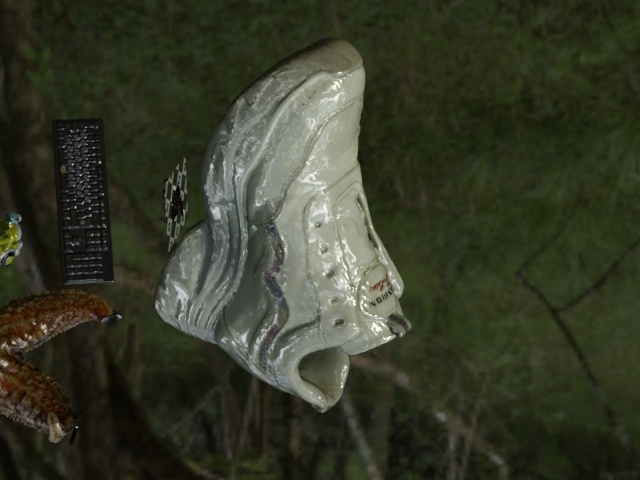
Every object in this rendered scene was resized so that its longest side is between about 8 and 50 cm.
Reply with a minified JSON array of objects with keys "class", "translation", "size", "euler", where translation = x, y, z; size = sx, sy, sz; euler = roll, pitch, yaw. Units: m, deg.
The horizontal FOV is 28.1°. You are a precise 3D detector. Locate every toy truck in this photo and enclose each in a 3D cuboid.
[{"class":"toy truck","translation":[-0.497,-0.007,1.942],"size":[0.077,0.076,0.111],"euler":[-59,164,21]}]

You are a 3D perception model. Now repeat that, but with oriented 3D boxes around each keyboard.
[{"class":"keyboard","translation":[-0.281,-0.047,1.513],"size":[0.063,0.198,0.010],"euler":[-3,174,-19]}]

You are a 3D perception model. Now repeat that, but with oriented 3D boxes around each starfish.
[{"class":"starfish","translation":[-0.402,0.156,1.494],"size":[0.303,0.312,0.113],"euler":[28,163,13]}]

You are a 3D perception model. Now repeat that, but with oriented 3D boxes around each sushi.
[{"class":"sushi","translation":[-0.239,-0.061,2.014],"size":[0.026,0.126,0.120],"euler":[6,118,8]}]

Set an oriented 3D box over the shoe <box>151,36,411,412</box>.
[{"class":"shoe","translation":[0.000,0.000,1.072],"size":[0.210,0.132,0.342],"euler":[37,131,14]}]
